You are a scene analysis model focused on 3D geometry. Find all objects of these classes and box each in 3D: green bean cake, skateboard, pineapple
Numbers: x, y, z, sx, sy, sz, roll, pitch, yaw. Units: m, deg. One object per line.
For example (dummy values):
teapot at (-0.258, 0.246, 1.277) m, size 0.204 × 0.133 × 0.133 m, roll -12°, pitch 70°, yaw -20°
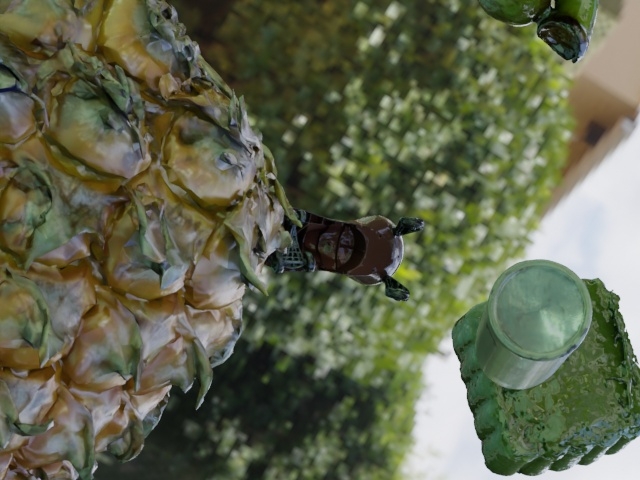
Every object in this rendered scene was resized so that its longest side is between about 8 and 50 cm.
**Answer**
green bean cake at (0.266, 0.159, 1.791) m, size 0.113 × 0.200 × 0.214 m, roll 122°, pitch -46°, yaw -66°
skateboard at (0.000, 0.000, 1.196) m, size 0.080 × 0.151 × 0.067 m, roll 22°, pitch -80°, yaw 64°
pineapple at (-0.192, -0.015, 0.847) m, size 0.300 × 0.352 × 0.352 m, roll -39°, pitch -175°, yaw -12°

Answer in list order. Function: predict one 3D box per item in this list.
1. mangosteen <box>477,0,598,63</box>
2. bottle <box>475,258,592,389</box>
mangosteen at (0.191, -0.352, 1.347) m, size 0.311 × 0.311 × 0.311 m, roll -57°, pitch -170°, yaw 15°
bottle at (0.154, 0.066, 1.138) m, size 0.072 × 0.072 × 0.201 m, roll -61°, pitch 172°, yaw -9°
